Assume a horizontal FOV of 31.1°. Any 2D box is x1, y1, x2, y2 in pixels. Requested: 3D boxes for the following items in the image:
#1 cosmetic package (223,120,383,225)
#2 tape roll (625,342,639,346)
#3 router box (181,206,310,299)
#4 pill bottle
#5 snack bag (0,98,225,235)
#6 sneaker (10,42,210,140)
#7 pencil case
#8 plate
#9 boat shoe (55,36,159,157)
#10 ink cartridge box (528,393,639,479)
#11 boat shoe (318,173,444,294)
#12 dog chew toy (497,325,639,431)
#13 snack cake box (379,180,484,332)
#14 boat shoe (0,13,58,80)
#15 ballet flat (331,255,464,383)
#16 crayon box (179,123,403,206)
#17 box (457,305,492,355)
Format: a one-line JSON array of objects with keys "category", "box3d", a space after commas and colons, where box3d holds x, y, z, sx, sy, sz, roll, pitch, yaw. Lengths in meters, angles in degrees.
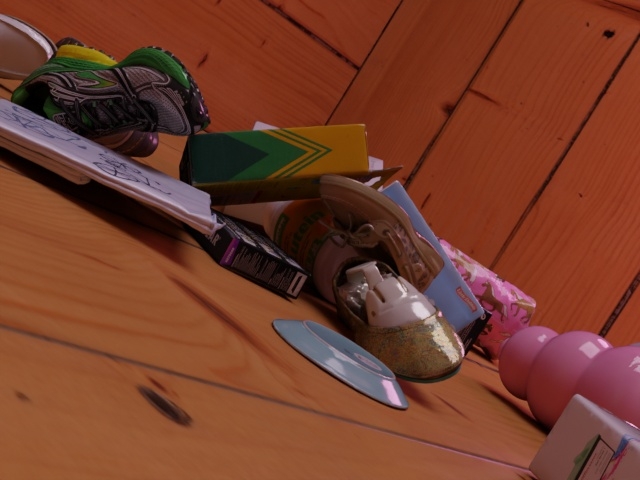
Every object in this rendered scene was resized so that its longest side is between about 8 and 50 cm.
[{"category": "cosmetic package", "box3d": [-0.023, -0.109, 2.256, 0.284, 0.097, 0.377, 15, 20, -2]}, {"category": "tape roll", "box3d": [0.640, 0.314, 2.260, 0.219, 0.219, 0.072, 30, 5, -20]}, {"category": "router box", "box3d": [-0.108, 0.011, 1.622, 0.133, 0.046, 0.179, 28, 6, -30]}, {"category": "pill bottle", "box3d": [0.000, 0.000, 1.886, 0.136, 0.136, 0.245, 29, 6, -35]}, {"category": "snack bag", "box3d": [-0.289, -0.096, 1.475, 0.342, 0.037, 0.323, 24, 4, -10]}, {"category": "sneaker", "box3d": [-0.300, -0.189, 1.649, 0.343, 0.146, 0.134, 8, -47, 36]}, {"category": "pencil case", "box3d": [0.265, 0.100, 2.419, 0.386, 0.160, 0.167, 31, -9, -7]}, {"category": "plate", "box3d": [0.029, 0.136, 1.343, 0.188, 0.024, 0.188, 31, 4, -2]}, {"category": "boat shoe", "box3d": [-0.398, -0.239, 2.032, 0.130, 0.132, 0.355, 41, 5, -46]}, {"category": "ink cartridge box", "box3d": [0.391, 0.309, 1.299, 0.201, 0.117, 0.278, 30, 5, -19]}, {"category": "boat shoe", "box3d": [0.086, 0.001, 1.713, 0.104, 0.089, 0.285, 13, -22, 49]}, {"category": "dog chew toy", "box3d": [0.433, 0.244, 1.881, 0.331, 0.207, 0.206, 25, -1, 39]}, {"category": "snack cake box", "box3d": [0.152, 0.042, 1.938, 0.264, 0.089, 0.152, 57, -10, 2]}, {"category": "boat shoe", "box3d": [-0.592, -0.347, 1.919, 0.302, 0.113, 0.103, 21, 7, -5]}, {"category": "ballet flat", "box3d": [0.090, 0.093, 1.559, 0.123, 0.123, 0.348, 30, 2, -18]}, {"category": "crayon box", "box3d": [-0.051, -0.114, 1.768, 0.318, 0.081, 0.202, -4, -8, -12]}, {"category": "box", "box3d": [0.174, 0.099, 2.175, 0.184, 0.103, 0.261, 33, 1, -27]}]
